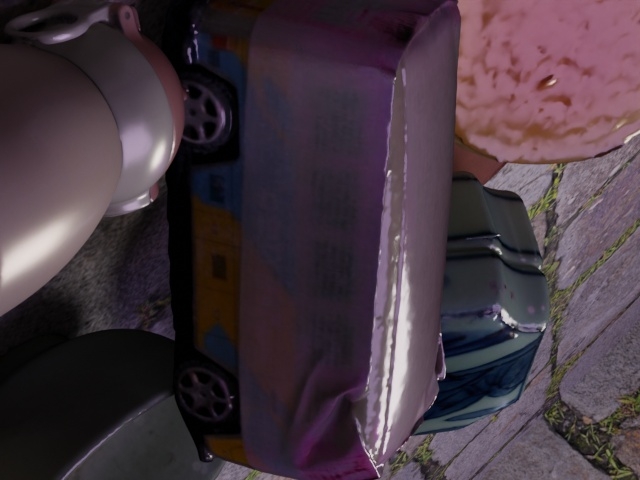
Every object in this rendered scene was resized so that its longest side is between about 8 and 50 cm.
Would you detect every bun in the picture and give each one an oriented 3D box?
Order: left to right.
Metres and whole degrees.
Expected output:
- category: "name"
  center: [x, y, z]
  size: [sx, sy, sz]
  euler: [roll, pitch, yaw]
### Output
- category: "bun"
  center: [0.170, -0.211, 1.246]
  size: [0.298, 0.165, 0.299]
  euler: [-10, 129, -13]

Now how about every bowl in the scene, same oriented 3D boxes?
- category: "bowl"
  center: [-0.206, 0.170, 1.279]
  size: [0.289, 0.146, 0.289]
  euler: [-40, 158, -19]

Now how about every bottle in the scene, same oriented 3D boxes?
- category: "bottle"
  center: [-0.169, -0.054, 0.924]
  size: [0.236, 0.147, 0.148]
  euler: [-37, 161, -48]

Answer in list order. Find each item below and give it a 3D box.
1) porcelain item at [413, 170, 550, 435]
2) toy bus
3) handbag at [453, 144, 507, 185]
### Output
- category: "porcelain item"
  center: [0.051, 0.072, 1.436]
  size: [0.281, 0.157, 0.286]
  euler: [-5, 151, -7]
- category: "toy bus"
  center: [0.000, 0.000, 1.121]
  size: [0.171, 0.162, 0.386]
  euler: [-40, 140, -49]
- category: "handbag"
  center: [0.085, -0.077, 1.429]
  size: [0.157, 0.059, 0.212]
  euler: [14, 130, -42]
